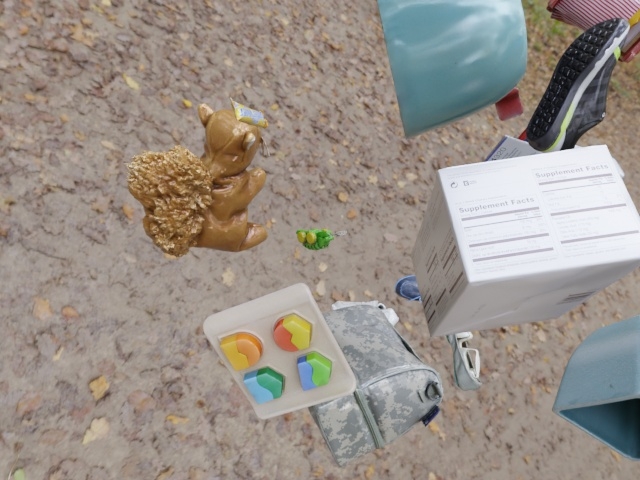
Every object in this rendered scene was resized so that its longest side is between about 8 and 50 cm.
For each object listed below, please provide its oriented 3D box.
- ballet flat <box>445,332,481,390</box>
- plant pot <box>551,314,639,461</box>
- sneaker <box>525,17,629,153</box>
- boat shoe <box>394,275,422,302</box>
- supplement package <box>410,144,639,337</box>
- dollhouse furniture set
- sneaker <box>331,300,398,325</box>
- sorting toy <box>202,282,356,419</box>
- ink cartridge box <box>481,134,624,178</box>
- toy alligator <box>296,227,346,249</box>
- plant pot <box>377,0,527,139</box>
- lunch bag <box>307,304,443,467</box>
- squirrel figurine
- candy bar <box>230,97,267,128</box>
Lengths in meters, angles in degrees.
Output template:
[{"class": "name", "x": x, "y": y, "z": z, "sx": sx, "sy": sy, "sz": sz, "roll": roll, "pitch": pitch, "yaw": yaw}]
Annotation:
[{"class": "ballet flat", "x": 0.360, "y": 0.266, "z": 1.165, "sx": 0.072, "sy": 0.068, "sz": 0.214, "roll": 22, "pitch": 52, "yaw": -46}, {"class": "plant pot", "x": 0.737, "y": 0.324, "z": 1.068, "sx": 0.247, "sy": 0.247, "sz": 0.252, "roll": 32, "pitch": 56, "yaw": -4}, {"class": "sneaker", "x": 0.436, "y": -0.242, "z": 0.771, "sx": 0.097, "sy": 0.235, "sz": 0.084, "roll": 20, "pitch": 20, "yaw": -20}, {"class": "boat shoe", "x": 0.401, "y": 0.183, "z": 1.729, "sx": 0.258, "sy": 0.089, "sz": 0.109, "roll": 2, "pitch": 101, "yaw": -27}, {"class": "supplement package", "x": 0.250, "y": 0.018, "z": 0.621, "sx": 0.203, "sy": 0.262, "sz": 0.145, "roll": -9, "pitch": 66, "yaw": 0}, {"class": "dollhouse furniture set", "x": 0.518, "y": -0.377, "z": 0.997, "sx": 0.201, "sy": 0.374, "sz": 0.152, "roll": 38, "pitch": 31, "yaw": 7}, {"class": "sneaker", "x": 0.133, "y": 0.233, "z": 1.410, "sx": 0.118, "sy": 0.292, "sz": 0.110, "roll": -46, "pitch": 113, "yaw": -13}, {"class": "sorting toy", "x": -0.066, "y": 0.189, "z": 0.746, "sx": 0.038, "sy": 0.192, "sz": 0.208, "roll": -73, "pitch": 139, "yaw": -68}, {"class": "ink cartridge box", "x": 0.465, "y": -0.106, "z": 1.104, "sx": 0.329, "sy": 0.324, "sz": 0.072, "roll": 14, "pitch": 49, "yaw": -17}, {"class": "toy alligator", "x": 0.000, "y": 0.000, "z": 1.152, "sx": 0.056, "sy": 0.189, "sz": 0.052, "roll": -16, "pitch": 102, "yaw": -37}, {"class": "plant pot", "x": 0.248, "y": -0.365, "z": 0.881, "sx": 0.293, "sy": 0.234, "sz": 0.293, "roll": -12, "pitch": 90, "yaw": -77}, {"class": "lunch bag", "x": 0.085, "y": 0.281, "z": 0.989, "sx": 0.213, "sy": 0.255, "sz": 0.305, "roll": 67, "pitch": -8, "yaw": -26}, {"class": "squirrel figurine", "x": -0.298, "y": -0.158, "z": 1.226, "sx": 0.281, "sy": 0.371, "sz": 0.397, "roll": 40, "pitch": 37, "yaw": 17}, {"class": "candy bar", "x": -0.136, "y": -0.240, "z": 0.883, "sx": 0.161, "sy": 0.018, "sz": 0.040, "roll": -29, "pitch": 101, "yaw": -75}]
